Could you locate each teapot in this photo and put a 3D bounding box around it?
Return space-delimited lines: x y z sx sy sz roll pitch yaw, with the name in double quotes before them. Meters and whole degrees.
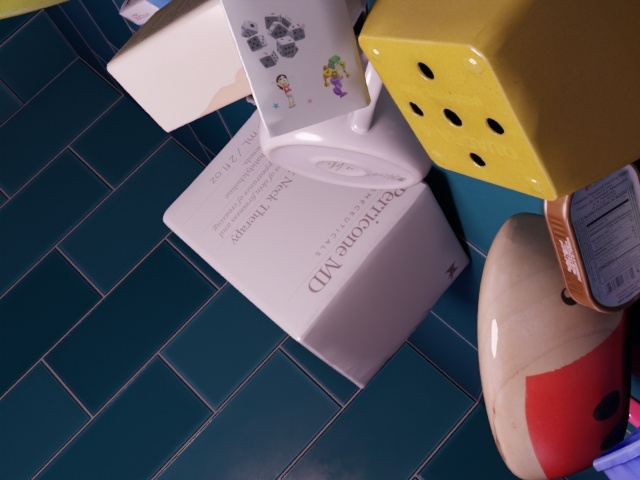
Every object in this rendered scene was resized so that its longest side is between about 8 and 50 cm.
"teapot" 0.044 -0.183 0.934 0.256 0.187 0.252 5 171 39

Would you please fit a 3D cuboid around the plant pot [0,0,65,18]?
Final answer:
"plant pot" -0.384 -0.406 0.793 0.367 0.353 0.366 17 137 17

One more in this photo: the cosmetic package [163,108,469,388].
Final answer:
"cosmetic package" 0.000 0.000 1.321 0.394 0.329 0.327 37 174 34

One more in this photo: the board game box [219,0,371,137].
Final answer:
"board game box" -0.059 -0.270 0.579 0.224 0.098 0.303 -110 1 -57

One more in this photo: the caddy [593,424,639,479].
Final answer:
"caddy" 0.431 0.210 0.764 0.179 0.241 0.341 60 176 23

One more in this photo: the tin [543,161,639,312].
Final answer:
"tin" 0.300 -0.009 0.749 0.040 0.106 0.189 29 147 61

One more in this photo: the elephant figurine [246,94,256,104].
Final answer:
"elephant figurine" -0.044 -0.259 1.110 0.239 0.186 0.169 35 138 -10

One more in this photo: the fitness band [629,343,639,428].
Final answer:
"fitness band" 0.505 0.238 1.167 0.209 0.054 0.291 36 168 39

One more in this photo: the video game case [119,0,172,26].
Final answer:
"video game case" -0.211 -0.367 1.278 0.269 0.061 0.244 28 179 -27

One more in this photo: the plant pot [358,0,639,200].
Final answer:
"plant pot" 0.159 -0.156 0.538 0.212 0.187 0.212 51 167 -33

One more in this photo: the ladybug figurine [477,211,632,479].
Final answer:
"ladybug figurine" 0.326 0.157 0.953 0.162 0.305 0.449 3 140 28

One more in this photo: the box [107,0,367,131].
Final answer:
"box" -0.107 -0.262 0.882 0.311 0.148 0.121 -13 129 41
